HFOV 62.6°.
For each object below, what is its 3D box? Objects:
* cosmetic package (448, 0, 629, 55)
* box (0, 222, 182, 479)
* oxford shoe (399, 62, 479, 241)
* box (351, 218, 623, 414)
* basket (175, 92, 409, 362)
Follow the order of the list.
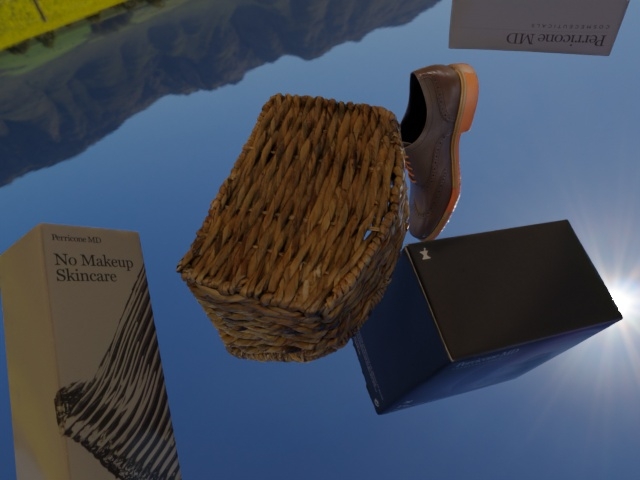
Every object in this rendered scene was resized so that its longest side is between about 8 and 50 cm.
[{"bbox_3d":[0.269,-0.419,0.589,0.217,0.385,0.156,7,-129,15],"label":"cosmetic package"},{"bbox_3d":[-0.220,0.128,0.500,0.094,0.275,0.113,-26,162,33],"label":"box"},{"bbox_3d":[0.199,-0.162,1.038,0.132,0.364,0.130,-7,-153,-21],"label":"oxford shoe"},{"bbox_3d":[0.236,0.130,0.838,0.296,0.294,0.183,-9,-119,-19],"label":"box"},{"bbox_3d":[0.000,0.000,0.663,0.213,0.223,0.299,12,-122,15],"label":"basket"}]
